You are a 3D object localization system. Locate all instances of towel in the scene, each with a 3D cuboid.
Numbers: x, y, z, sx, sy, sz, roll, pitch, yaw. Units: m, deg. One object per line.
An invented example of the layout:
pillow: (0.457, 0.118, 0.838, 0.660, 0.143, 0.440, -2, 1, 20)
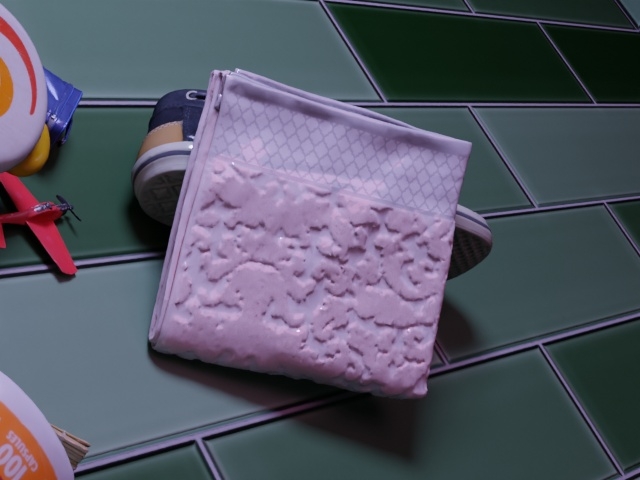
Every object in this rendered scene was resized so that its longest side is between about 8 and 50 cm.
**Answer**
towel: (0.000, 0.000, 1.334, 0.332, 0.053, 0.317, 14, 85, -22)

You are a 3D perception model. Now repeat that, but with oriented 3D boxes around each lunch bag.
lunch bag: (-0.308, -0.139, 1.336, 0.065, 0.067, 0.098, 31, 39, -18)

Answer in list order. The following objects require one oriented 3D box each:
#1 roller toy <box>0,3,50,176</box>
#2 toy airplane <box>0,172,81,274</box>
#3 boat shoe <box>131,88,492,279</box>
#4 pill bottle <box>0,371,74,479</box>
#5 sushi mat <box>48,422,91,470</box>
roller toy: (-0.369, -0.145, 1.167, 0.191, 0.146, 0.209, -31, 105, -55)
toy airplane: (-0.315, -0.025, 1.249, 0.151, 0.028, 0.151, 26, 38, -23)
boat shoe: (0.005, -0.064, 1.479, 0.500, 0.187, 0.156, 15, 50, -27)
pill bottle: (-0.347, 0.253, 0.771, 0.224, 0.224, 0.392, 42, 36, -5)
sushi mat: (-0.347, 0.125, 0.962, 0.316, 0.151, 0.019, 33, 41, -17)
